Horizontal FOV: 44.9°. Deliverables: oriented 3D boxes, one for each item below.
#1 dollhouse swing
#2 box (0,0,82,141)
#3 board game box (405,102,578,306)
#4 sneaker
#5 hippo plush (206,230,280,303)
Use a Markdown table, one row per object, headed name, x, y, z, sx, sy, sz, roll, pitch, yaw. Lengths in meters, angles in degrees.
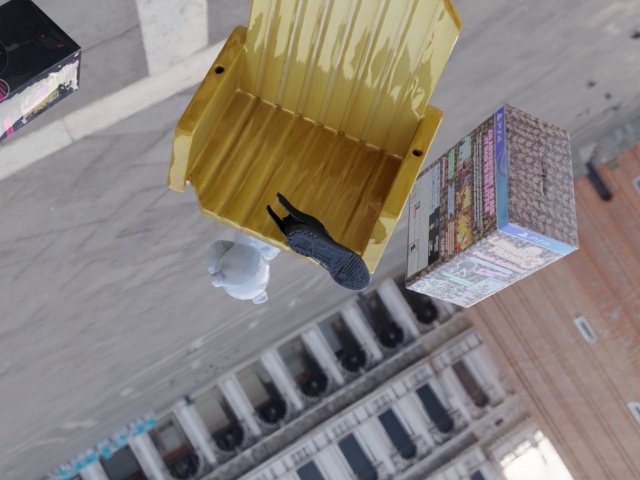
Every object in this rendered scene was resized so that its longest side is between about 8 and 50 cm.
| name | x | y | z | sx | sy | sz | roll | pitch | yaw |
| --- | --- | --- | --- | --- | --- | --- | --- | --- | --- |
| dollhouse swing | -0.008 | -0.186 | 1.093 | 0.305 | 0.346 | 0.315 | 107 | 8 | -66 |
| box | -0.607 | -0.309 | 1.455 | 0.270 | 0.165 | 0.143 | -45 | 177 | -30 |
| board game box | 0.287 | -0.050 | 1.350 | 0.141 | 0.232 | 0.291 | 18 | 149 | -22 |
| sneaker | -0.002 | 0.002 | 1.106 | 0.051 | 0.170 | 0.089 | -51 | -160 | 15 |
| hippo plush | -0.120 | 0.016 | 1.664 | 0.234 | 0.237 | 0.294 | 18 | -176 | -36 |
